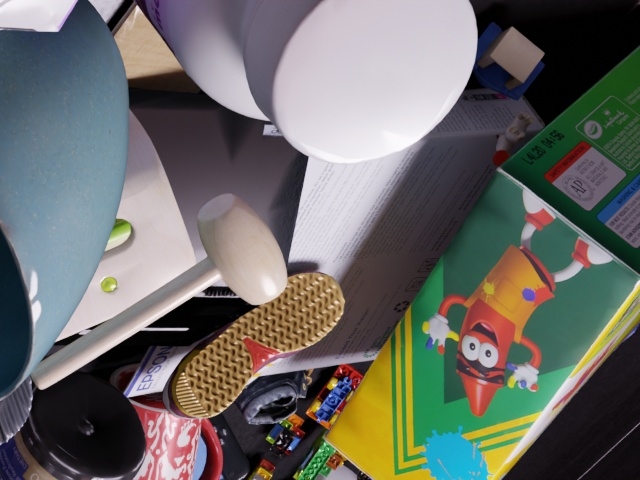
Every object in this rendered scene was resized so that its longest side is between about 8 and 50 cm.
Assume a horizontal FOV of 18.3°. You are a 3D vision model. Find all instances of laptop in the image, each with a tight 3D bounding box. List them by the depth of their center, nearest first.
[{"bbox_3d":[-0.156,-0.010,1.586,0.234,0.136,0.264,2,162,-29],"label":"laptop"}]

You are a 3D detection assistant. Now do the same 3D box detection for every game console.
[{"bbox_3d":[-0.148,0.209,1.951,0.144,0.124,0.085,-29,180,-15],"label":"game console"}]

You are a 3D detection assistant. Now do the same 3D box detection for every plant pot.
[{"bbox_3d":[-0.228,-0.070,1.209,0.195,0.290,0.290,-47,164,-37],"label":"plant pot"}]

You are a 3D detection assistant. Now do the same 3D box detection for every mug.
[{"bbox_3d":[-0.162,0.202,1.870,0.150,0.113,0.169,-45,151,-62],"label":"mug"}]

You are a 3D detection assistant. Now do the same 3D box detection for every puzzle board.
[{"bbox_3d":[-0.110,-0.151,1.479,0.128,0.011,0.096,2,133,-53],"label":"puzzle board"}]

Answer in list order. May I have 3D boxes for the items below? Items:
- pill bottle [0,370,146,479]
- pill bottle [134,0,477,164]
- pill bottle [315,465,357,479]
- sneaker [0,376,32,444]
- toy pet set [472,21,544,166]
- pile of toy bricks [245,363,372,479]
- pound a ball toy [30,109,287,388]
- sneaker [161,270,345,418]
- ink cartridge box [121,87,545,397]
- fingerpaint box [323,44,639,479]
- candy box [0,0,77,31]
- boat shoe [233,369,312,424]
[{"bbox_3d":[-0.256,0.224,1.784,0.123,0.122,0.219,-7,147,-45],"label":"pill bottle"},{"bbox_3d":[-0.032,-0.175,1.167,0.169,0.301,0.169,-15,130,-19],"label":"pill bottle"},{"bbox_3d":[-0.036,0.357,2.288,0.216,0.121,0.121,-46,153,17],"label":"pill bottle"},{"bbox_3d":[-0.385,0.147,1.533,0.319,0.112,0.131,-11,-171,-14],"label":"sneaker"},{"bbox_3d":[0.134,-0.136,1.729,0.114,0.122,0.065,-53,-173,-13],"label":"toy pet set"},{"bbox_3d":[0.000,0.229,2.164,0.212,0.118,0.105,-53,-177,13],"label":"pile of toy bricks"},{"bbox_3d":[-0.207,0.006,1.361,0.319,0.208,0.135,-23,115,-8],"label":"pound a ball toy"},{"bbox_3d":[-0.064,0.089,1.747,0.185,0.069,0.084,-35,-173,-21],"label":"sneaker"},{"bbox_3d":[0.000,0.000,1.797,0.330,0.071,0.324,-5,140,-38],"label":"ink cartridge box"},{"bbox_3d":[0.238,0.017,1.872,0.445,0.163,0.371,-39,164,-48],"label":"fingerpaint box"},{"bbox_3d":[-0.172,-0.236,1.047,0.070,0.196,0.165,-3,138,-48],"label":"candy box"},{"bbox_3d":[-0.031,0.130,1.954,0.183,0.083,0.065,-14,147,-46],"label":"boat shoe"}]
